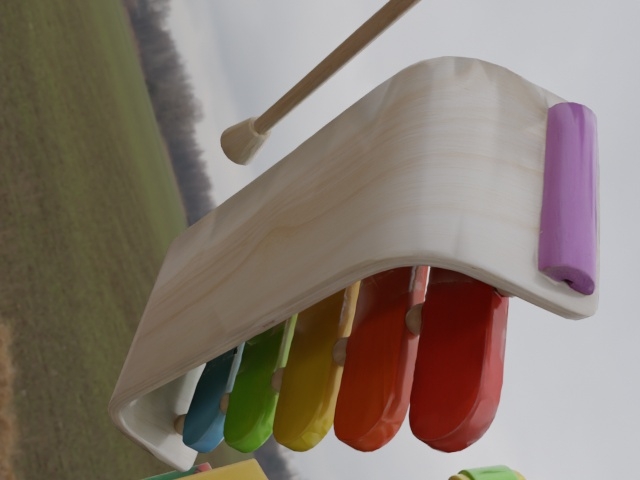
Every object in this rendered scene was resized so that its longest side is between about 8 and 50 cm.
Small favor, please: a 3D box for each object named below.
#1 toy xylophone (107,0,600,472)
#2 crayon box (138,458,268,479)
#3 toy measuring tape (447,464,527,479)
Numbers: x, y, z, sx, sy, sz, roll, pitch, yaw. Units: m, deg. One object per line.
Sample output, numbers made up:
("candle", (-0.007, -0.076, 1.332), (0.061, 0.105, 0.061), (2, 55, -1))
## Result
("toy xylophone", (0.000, 0.000, 0.461), (0.323, 0.081, 0.236), (-24, -140, 49))
("crayon box", (-0.093, 0.293, 0.663), (0.318, 0.202, 0.081), (49, -50, 36))
("toy measuring tape", (0.151, 0.272, 0.884), (0.330, 0.121, 0.121), (180, -105, -79))
